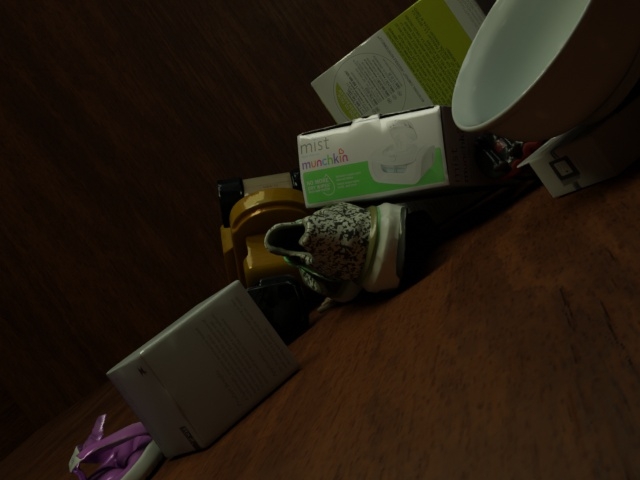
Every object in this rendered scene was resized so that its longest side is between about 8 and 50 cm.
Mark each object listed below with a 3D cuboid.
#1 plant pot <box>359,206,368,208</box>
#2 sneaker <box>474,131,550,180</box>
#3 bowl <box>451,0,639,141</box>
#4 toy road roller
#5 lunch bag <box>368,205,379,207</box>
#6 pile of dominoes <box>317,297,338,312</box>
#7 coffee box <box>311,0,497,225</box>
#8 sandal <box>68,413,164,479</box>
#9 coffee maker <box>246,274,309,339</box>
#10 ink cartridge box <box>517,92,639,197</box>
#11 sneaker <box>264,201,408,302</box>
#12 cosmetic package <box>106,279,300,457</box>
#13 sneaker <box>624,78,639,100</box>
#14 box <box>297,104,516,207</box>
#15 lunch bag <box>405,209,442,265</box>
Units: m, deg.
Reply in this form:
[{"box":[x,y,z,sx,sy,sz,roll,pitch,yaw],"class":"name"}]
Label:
[{"box":[-0.020,-0.021,2.338,0.229,0.263,0.263,-12,15,28],"class":"plant pot"},{"box":[0.349,-0.190,1.575,0.135,0.097,0.276,16,-57,-40],"class":"sneaker"},{"box":[0.293,-0.227,1.289,0.298,0.134,0.298,-54,17,24],"class":"bowl"},{"box":[-0.082,0.033,2.075,0.203,0.329,0.240,-9,45,-3],"class":"toy road roller"},{"box":[0.210,-0.201,2.375,0.243,0.115,0.303,-31,37,57],"class":"lunch bag"},{"box":[0.082,0.038,1.940,0.196,0.040,0.251,-34,3,19],"class":"pile of dominoes"},{"box":[0.247,-0.267,1.973,0.334,0.338,0.337,-34,3,27],"class":"coffee box"},{"box":[-0.296,0.298,1.570,0.169,0.102,0.416,-34,4,25],"class":"sandal"},{"box":[-0.087,0.117,1.867,0.171,0.120,0.178,-37,4,-24],"class":"coffee maker"},{"box":[0.335,-0.113,1.353,0.104,0.060,0.180,-38,4,-20],"class":"ink cartridge box"},{"box":[0.000,0.000,1.676,0.410,0.182,0.158,154,128,-74],"class":"sneaker"},{"box":[-0.161,0.177,1.491,0.184,0.151,0.151,-36,3,-32],"class":"cosmetic package"},{"box":[0.442,-0.217,1.390,0.162,0.106,0.281,-33,2,-11],"class":"sneaker"},{"box":[0.137,-0.129,1.711,0.262,0.126,0.231,-7,-1,34],"class":"box"},{"box":[0.136,-0.001,1.707,0.098,0.067,0.065,-38,3,-17],"class":"lunch bag"}]
